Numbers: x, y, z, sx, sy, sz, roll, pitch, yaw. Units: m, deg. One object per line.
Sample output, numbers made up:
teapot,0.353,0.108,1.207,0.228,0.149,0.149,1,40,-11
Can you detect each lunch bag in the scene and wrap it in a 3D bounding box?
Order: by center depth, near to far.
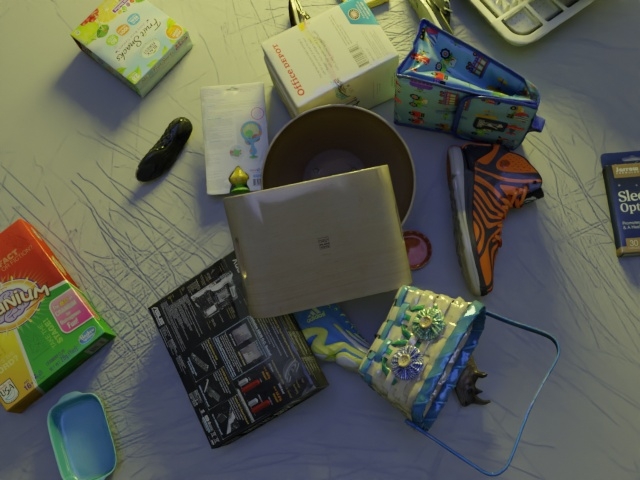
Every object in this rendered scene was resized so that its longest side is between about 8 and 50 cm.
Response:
lunch bag,0.305,-0.283,1.435,0.293,0.221,0.138,23,77,11

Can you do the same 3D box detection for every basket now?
basket,0.226,0.226,1.228,0.289,0.201,0.254,24,76,17

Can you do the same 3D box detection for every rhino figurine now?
rhino figurine,0.227,0.225,1.370,0.243,0.073,0.106,40,83,13

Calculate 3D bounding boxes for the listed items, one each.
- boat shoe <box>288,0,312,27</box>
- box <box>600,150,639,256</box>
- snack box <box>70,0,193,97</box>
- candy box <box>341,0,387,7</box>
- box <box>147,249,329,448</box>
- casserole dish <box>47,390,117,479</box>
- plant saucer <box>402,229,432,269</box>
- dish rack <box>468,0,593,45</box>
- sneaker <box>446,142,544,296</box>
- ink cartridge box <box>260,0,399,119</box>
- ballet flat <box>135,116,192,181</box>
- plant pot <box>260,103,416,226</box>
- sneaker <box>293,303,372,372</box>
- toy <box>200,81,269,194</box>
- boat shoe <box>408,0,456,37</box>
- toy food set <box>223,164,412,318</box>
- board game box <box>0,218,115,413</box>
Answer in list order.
boat shoe,-0.035,-0.477,1.610,0.049,0.056,0.152,-13,77,-10
box,0.649,-0.082,1.447,0.137,0.036,0.225,-4,72,3
snack box,-0.422,-0.451,1.620,0.207,0.070,0.174,38,79,12
candy box,0.072,-0.617,1.653,0.105,0.027,0.205,-23,73,0
box,-0.161,0.198,1.366,0.243,0.076,0.307,-34,73,15
casserole dish,-0.456,0.385,1.395,0.114,0.037,0.188,-22,74,-2
plant saucer,0.185,0.020,1.464,0.084,0.013,0.083,-1,74,3
dish rack,0.437,-0.592,1.595,0.286,0.072,0.332,-35,74,-5
sneaker,0.353,-0.053,1.414,0.180,0.124,0.320,-4,73,4
ink cartridge box,0.022,-0.355,1.505,0.233,0.168,0.171,-27,73,-4
ballet flat,-0.338,-0.194,1.558,0.173,0.057,0.049,-52,36,-11
plant pot,0.033,-0.113,1.406,0.284,0.191,0.283,0,95,0
sneaker,0.040,0.179,1.388,0.240,0.091,0.126,13,74,9
toy,-0.179,-0.212,1.539,0.137,0.056,0.237,-5,78,-1
boat shoe,0.253,-0.508,1.578,0.079,0.084,0.233,-22,70,-2
toy food set,0.000,0.000,1.287,0.306,0.092,0.219,-13,95,-7
board game box,-0.608,0.149,1.461,0.242,0.064,0.316,-40,75,-7
